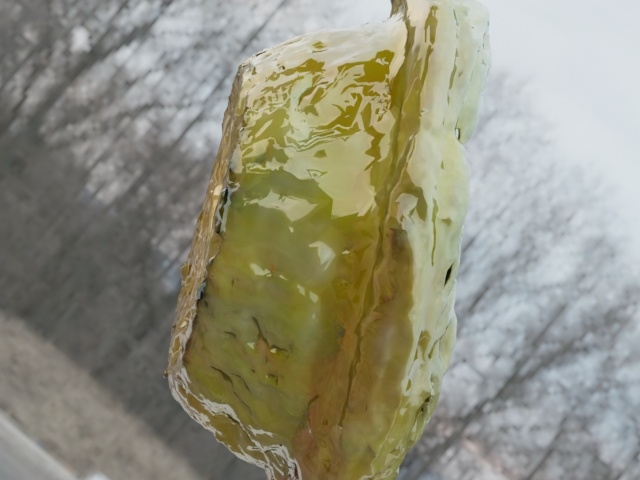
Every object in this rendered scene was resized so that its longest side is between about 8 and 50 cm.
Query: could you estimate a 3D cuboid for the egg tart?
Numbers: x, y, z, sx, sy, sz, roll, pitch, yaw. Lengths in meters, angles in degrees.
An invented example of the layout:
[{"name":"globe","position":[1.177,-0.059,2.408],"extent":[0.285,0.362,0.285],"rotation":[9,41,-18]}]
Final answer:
[{"name":"egg tart","position":[0.000,0.000,0.724],"extent":[0.118,0.288,0.288],"rotation":[15,0,-6]}]
